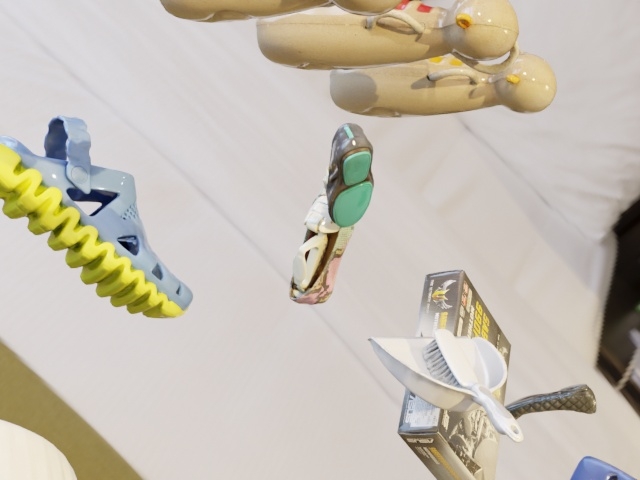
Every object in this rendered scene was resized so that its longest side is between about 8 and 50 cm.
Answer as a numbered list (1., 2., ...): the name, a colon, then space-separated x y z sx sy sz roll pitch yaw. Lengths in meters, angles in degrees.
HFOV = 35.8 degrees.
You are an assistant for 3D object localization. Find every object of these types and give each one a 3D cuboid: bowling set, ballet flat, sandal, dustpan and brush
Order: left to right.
1. sandal: -0.260 -0.030 1.178 0.317 0.126 0.138 48 58 -24
2. ballet flat: 0.000 0.000 1.502 0.077 0.222 0.079 29 22 34
3. ballet flat: 0.038 -0.095 1.381 0.074 0.203 0.074 1 61 -2
4. bowling set: 0.044 -0.185 0.565 0.287 0.154 0.200 5 89 -66
5. dustpan and brush: 0.155 0.152 1.055 0.147 0.060 0.211 3 36 -25
6. ballet flat: 0.352 0.269 1.573 0.057 0.173 0.049 -15 87 -62

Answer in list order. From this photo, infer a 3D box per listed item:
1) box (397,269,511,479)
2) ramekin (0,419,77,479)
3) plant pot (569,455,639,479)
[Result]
1. box: 0.174 0.182 1.243 0.183 0.056 0.231 52 41 -40
2. ramekin: -0.299 0.247 0.729 0.277 0.277 0.135 22 34 -35
3. plant pot: 0.439 0.452 1.307 0.236 0.236 0.212 35 -13 -21
